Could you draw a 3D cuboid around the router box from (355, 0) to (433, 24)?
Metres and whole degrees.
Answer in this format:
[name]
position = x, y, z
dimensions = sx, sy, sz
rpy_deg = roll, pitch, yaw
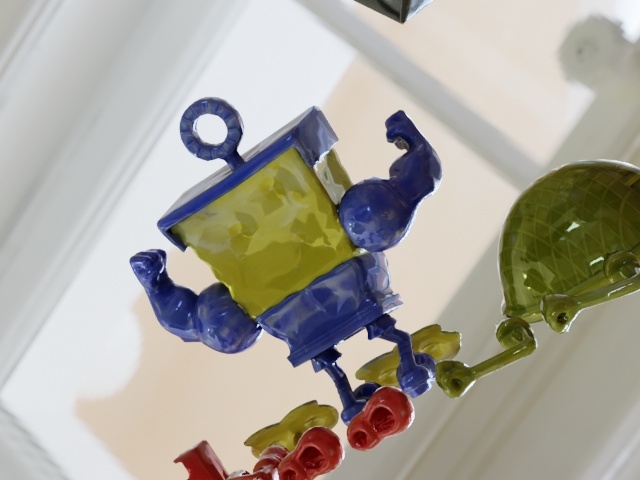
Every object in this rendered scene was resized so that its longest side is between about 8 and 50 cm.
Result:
[router box]
position = 0.085, -0.271, 0.718
dimensions = 0.081, 0.309, 0.243
rpy_deg = 31, -132, 26

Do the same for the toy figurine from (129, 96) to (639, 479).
[toy figurine]
position = 0.000, 0.000, 1.077
dimensions = 0.217, 0.362, 0.191
rpy_deg = 56, -156, 0
